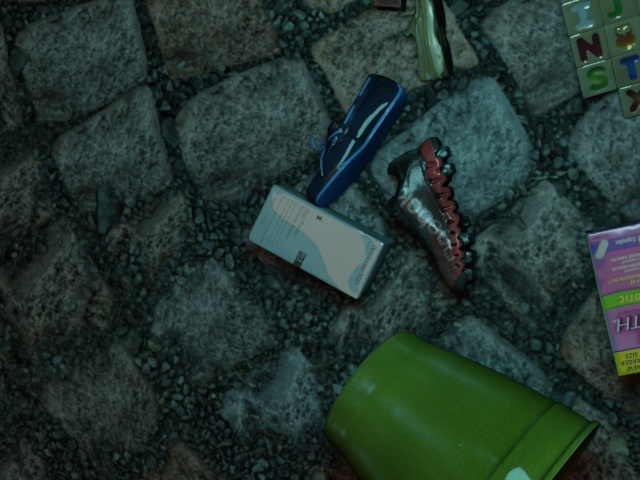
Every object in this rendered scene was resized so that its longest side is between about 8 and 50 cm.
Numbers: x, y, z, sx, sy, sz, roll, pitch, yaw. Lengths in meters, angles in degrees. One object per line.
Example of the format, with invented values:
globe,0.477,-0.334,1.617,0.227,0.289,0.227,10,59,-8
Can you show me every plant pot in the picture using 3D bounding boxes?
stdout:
plant pot,0.207,0.343,1.625,0.353,0.366,0.366,36,101,21

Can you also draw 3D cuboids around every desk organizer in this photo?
desk organizer,0.128,-0.473,1.731,0.050,0.047,0.130,7,95,16

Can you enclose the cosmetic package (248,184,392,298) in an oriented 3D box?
cosmetic package,0.000,0.000,1.771,0.231,0.085,0.117,27,100,12

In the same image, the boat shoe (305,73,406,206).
boat shoe,0.051,-0.180,1.752,0.089,0.109,0.258,36,85,17

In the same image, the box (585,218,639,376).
box,0.568,0.080,1.614,0.213,0.117,0.243,-12,91,14

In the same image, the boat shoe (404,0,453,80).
boat shoe,0.179,-0.373,1.717,0.072,0.068,0.190,-8,91,26

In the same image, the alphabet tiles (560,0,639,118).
alphabet tiles,0.538,-0.371,1.568,0.285,0.011,0.343,-15,117,14

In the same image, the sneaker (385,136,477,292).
sneaker,0.190,-0.035,1.714,0.135,0.097,0.276,-16,87,14
